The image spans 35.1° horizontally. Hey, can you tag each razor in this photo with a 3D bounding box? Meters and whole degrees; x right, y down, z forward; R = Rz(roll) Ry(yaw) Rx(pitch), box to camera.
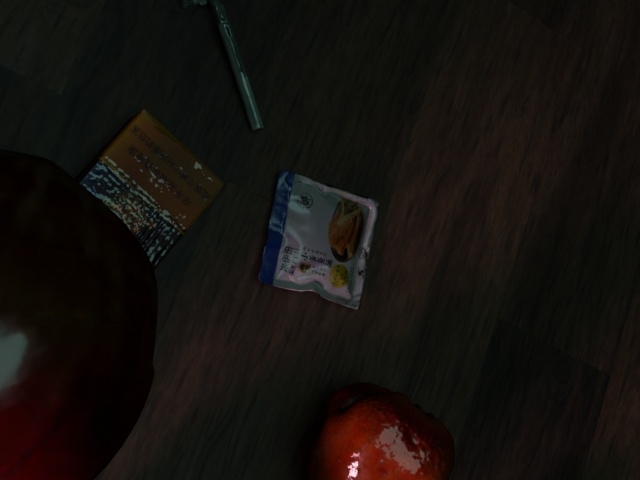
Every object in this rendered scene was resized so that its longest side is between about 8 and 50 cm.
[{"bbox_3d":[-0.121,-0.256,1.431,0.084,0.036,0.211,-22,94,-25],"label":"razor"}]

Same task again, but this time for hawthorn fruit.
[{"bbox_3d":[0.062,0.320,1.384,0.207,0.207,0.243,33,90,-20],"label":"hawthorn fruit"}]

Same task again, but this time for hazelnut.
[{"bbox_3d":[-0.392,0.101,1.083,0.429,0.402,0.402,23,75,-11],"label":"hazelnut"}]

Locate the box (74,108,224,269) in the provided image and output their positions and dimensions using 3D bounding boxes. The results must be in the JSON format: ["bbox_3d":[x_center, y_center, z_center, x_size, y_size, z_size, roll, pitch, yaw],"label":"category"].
[{"bbox_3d":[-0.258,-0.035,1.321,0.152,0.070,0.237,43,69,-17],"label":"box"}]

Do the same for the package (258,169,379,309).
[{"bbox_3d":[0.000,0.000,1.468,0.173,0.027,0.171,17,77,-27],"label":"package"}]
